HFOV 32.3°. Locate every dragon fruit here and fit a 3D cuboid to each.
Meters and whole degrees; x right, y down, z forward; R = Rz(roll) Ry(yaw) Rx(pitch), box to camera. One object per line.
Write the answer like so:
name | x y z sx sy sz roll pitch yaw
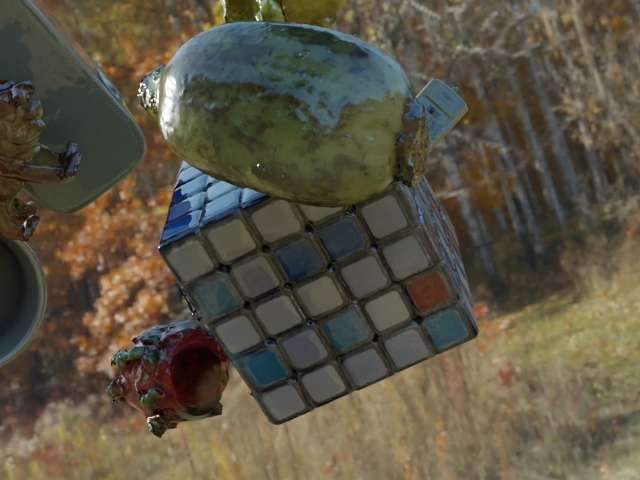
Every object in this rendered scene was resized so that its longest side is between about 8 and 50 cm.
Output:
dragon fruit | -0.210 0.190 1.515 0.172 0.160 0.167 -23 30 58

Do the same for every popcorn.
popcorn | -0.086 -0.500 2.008 0.290 0.321 0.325 -46 -34 10

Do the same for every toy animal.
toy animal | -0.399 -0.096 1.394 0.157 0.097 0.312 29 -42 -19

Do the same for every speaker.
speaker | -0.416 -0.242 1.461 0.183 0.406 0.184 -37 34 3

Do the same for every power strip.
power strip | 0.160 -0.181 1.704 0.169 0.076 0.028 -48 -3 -15

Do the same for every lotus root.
lotus root | -0.048 -0.123 1.076 0.309 0.173 0.173 13 8 19

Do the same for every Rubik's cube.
Rubik's cube | 0.000 0.000 1.377 0.293 0.292 0.287 -28 24 12

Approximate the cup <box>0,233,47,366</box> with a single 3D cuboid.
cup | -0.577 0.088 1.652 0.301 0.227 0.257 -25 12 -19
